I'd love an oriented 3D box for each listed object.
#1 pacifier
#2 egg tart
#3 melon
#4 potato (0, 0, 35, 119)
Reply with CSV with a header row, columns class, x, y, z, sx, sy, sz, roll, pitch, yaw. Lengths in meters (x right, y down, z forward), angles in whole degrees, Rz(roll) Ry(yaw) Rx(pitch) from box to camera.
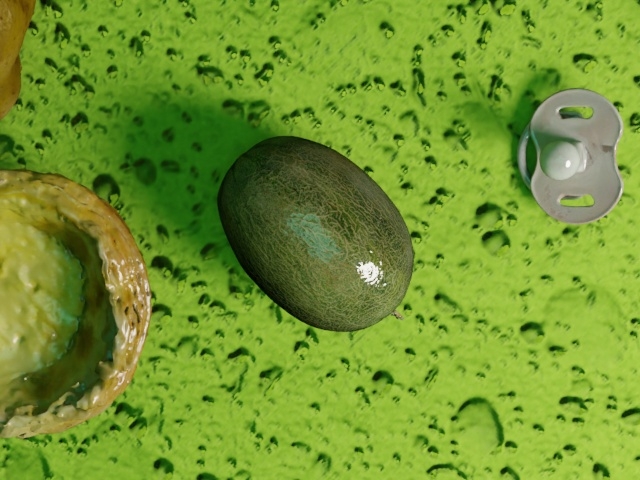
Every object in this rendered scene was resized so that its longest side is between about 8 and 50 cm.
class,x,y,z,sx,sy,sz,roll,pitch,yaw
pacifier,0.175,-0.059,1.052,0.082,0.078,0.099,0,98,25
egg tart,-0.225,0.044,1.081,0.213,0.090,0.212,0,94,4
melon,0.000,0.000,1.050,0.114,0.114,0.167,-44,98,7
potato,-0.327,-0.237,1.024,0.196,0.176,0.369,-20,91,32
